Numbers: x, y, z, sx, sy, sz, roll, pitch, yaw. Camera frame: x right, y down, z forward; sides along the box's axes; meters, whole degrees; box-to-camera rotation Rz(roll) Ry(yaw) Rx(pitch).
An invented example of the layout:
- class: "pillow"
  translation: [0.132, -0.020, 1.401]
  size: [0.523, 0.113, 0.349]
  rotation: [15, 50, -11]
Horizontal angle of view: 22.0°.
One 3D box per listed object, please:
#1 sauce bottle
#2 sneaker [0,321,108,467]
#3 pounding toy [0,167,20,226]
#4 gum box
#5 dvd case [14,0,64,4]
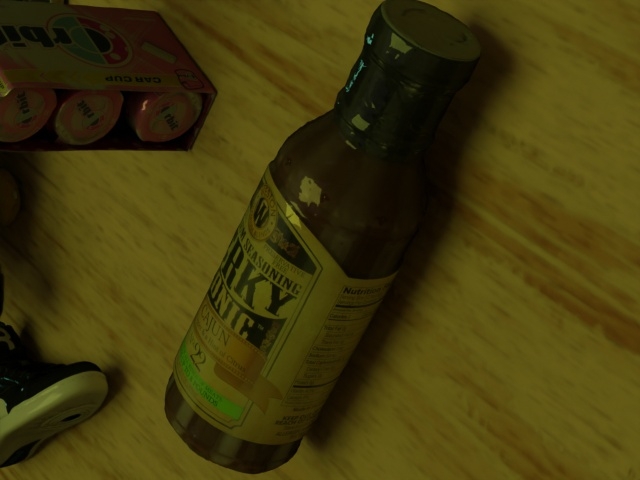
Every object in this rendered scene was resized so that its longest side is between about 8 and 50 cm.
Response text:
- class: "sauce bottle"
  translation: [0.000, 0.000, 1.086]
  size: [0.111, 0.111, 0.344]
  rotation: [50, 127, 36]
- class: "sneaker"
  translation: [-0.265, 0.115, 1.432]
  size: [0.217, 0.079, 0.121]
  rotation: [-35, 67, 47]
- class: "pounding toy"
  translation: [-0.309, -0.055, 1.447]
  size: [0.237, 0.110, 0.183]
  rotation: [-118, 23, -48]
- class: "gum box"
  translation: [-0.189, -0.123, 1.240]
  size: [0.107, 0.188, 0.062]
  rotation: [54, 130, 34]
- class: "dvd case"
  translation: [-0.273, -0.262, 1.466]
  size: [0.164, 0.018, 0.221]
  rotation: [11, 101, 50]
